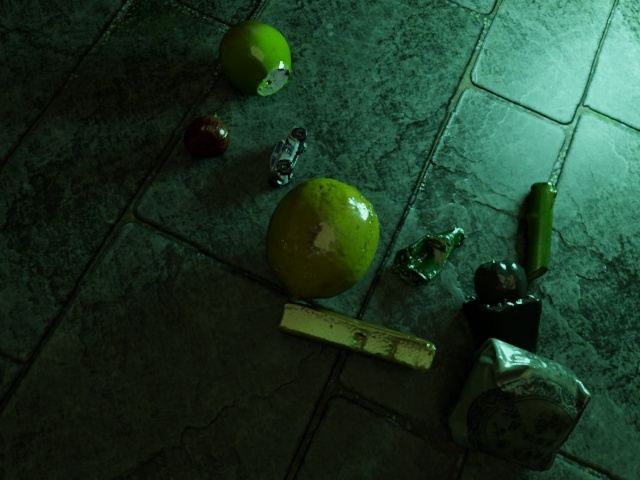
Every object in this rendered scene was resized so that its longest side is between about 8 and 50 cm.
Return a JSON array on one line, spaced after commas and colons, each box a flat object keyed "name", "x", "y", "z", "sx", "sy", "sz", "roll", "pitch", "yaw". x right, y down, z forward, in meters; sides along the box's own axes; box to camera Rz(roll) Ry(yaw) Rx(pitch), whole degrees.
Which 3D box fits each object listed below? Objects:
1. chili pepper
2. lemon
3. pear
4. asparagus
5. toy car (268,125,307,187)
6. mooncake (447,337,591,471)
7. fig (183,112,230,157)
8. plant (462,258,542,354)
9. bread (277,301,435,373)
[{"name": "chili pepper", "x": 0.288, "y": 0.036, "z": 1.136, "sx": 0.216, "sy": 0.062, "sz": 0.108, "roll": -30, "pitch": 85, "yaw": -12}, {"name": "lemon", "x": 0.000, "y": 0.000, "z": 1.023, "sx": 0.257, "sy": 0.258, "sz": 0.310, "roll": 23, "pitch": 67, "yaw": 2}, {"name": "pear", "x": -0.182, "y": -0.496, "z": 1.190, "sx": 0.187, "sy": 0.187, "sz": 0.220, "roll": -35, "pitch": 78, "yaw": -13}, {"name": "asparagus", "x": 0.583, "y": -0.027, "z": 1.174, "sx": 0.067, "sy": 0.060, "sz": 0.278, "roll": 13, "pitch": 74, "yaw": -11}, {"name": "toy car", "x": -0.090, "y": -0.219, "z": 1.169, "sx": 0.070, "sy": 0.080, "sz": 0.171, "roll": 21, "pitch": 75, "yaw": 4}, {"name": "mooncake", "x": 0.432, "y": 0.366, "z": 0.967, "sx": 0.254, "sy": 0.136, "sz": 0.250, "roll": 16, "pitch": 113, "yaw": 0}, {"name": "fig", "x": -0.291, "y": -0.293, "z": 1.157, "sx": 0.119, "sy": 0.119, "sz": 0.153, "roll": 8, "pitch": 75, "yaw": -2}, {"name": "plant", "x": 0.434, "y": 0.173, "z": 1.059, "sx": 0.141, "sy": 0.164, "sz": 0.256, "roll": -7, "pitch": 86, "yaw": -6}, {"name": "bread", "x": 0.082, "y": 0.226, "z": 1.025, "sx": 0.361, "sy": 0.138, "sz": 0.077, "roll": 16, "pitch": 75, "yaw": 1}]
